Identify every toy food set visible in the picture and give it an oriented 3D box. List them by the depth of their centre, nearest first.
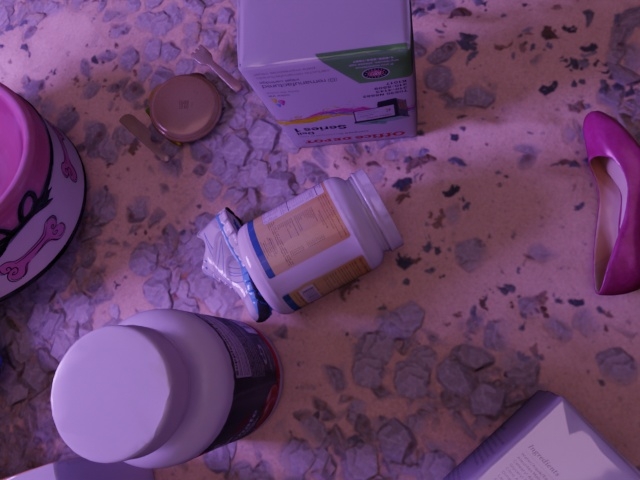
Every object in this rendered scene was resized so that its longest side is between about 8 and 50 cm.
[{"bbox_3d":[-0.230,-0.226,0.932,0.132,0.038,0.192,44,84,10],"label":"toy food set"}]

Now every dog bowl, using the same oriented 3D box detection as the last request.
[{"bbox_3d":[-0.593,-0.094,0.845,0.408,0.150,0.408,2,65,-5],"label":"dog bowl"}]

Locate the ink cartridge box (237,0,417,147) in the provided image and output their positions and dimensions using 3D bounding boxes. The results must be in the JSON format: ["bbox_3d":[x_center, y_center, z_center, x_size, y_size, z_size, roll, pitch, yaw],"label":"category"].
[{"bbox_3d":[0.028,-0.231,0.750,0.201,0.278,0.117,-3,80,11],"label":"ink cartridge box"}]

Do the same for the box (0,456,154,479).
[{"bbox_3d":[-0.419,0.411,0.729,0.345,0.215,0.168,-20,74,6],"label":"box"}]

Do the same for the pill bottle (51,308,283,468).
[{"bbox_3d":[-0.170,0.176,0.675,0.176,0.318,0.176,-3,78,12],"label":"pill bottle"}]

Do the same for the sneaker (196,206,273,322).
[{"bbox_3d":[-0.134,0.048,0.835,0.083,0.071,0.190,-31,65,10],"label":"sneaker"}]

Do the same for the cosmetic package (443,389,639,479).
[{"bbox_3d":[0.262,0.295,0.646,0.184,0.151,0.151,-43,73,1],"label":"cosmetic package"}]

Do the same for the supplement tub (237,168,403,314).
[{"bbox_3d":[0.000,0.000,0.771,0.200,0.144,0.144,-28,73,4],"label":"supplement tub"}]

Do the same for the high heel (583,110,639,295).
[{"bbox_3d":[0.380,-0.051,0.738,0.117,0.082,0.244,-20,87,-3],"label":"high heel"}]

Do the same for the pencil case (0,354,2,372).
[{"bbox_3d":[-0.627,0.125,0.889,0.133,0.119,0.306,-28,71,-23],"label":"pencil case"}]
